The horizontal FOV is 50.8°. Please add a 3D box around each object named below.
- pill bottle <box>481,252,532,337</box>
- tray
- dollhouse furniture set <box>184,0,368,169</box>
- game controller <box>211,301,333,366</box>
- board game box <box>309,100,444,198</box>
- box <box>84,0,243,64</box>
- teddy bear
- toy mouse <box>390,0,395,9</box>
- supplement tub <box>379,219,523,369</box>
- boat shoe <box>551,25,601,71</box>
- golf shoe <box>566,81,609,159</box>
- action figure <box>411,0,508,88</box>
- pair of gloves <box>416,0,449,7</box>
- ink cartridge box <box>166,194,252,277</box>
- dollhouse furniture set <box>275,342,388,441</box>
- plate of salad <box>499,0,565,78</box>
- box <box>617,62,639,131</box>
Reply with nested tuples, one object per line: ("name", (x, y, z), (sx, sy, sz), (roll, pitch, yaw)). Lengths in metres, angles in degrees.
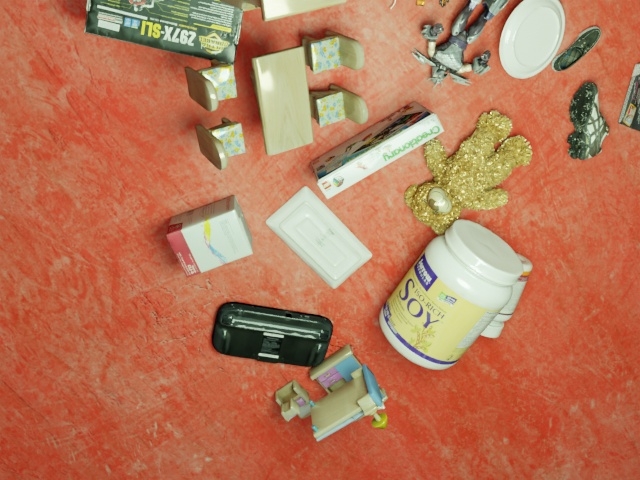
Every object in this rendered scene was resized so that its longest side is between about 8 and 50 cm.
("pill bottle", (0.472, 0.141, 1.810), (0.121, 0.121, 0.221), (13, 109, -12))
("tray", (0.000, 0.000, 1.750), (0.145, 0.030, 0.270), (-42, 110, 8))
("dollhouse furniture set", (-0.071, -0.360, 1.390), (0.362, 0.256, 0.393), (-21, 124, -22))
("game controller", (-0.130, 0.258, 1.825), (0.320, 0.067, 0.166), (11, 123, -10))
("board game box", (0.124, -0.219, 1.593), (0.305, 0.193, 0.053), (-30, 111, 5))
("box", (-0.317, -0.535, 1.425), (0.322, 0.079, 0.257), (9, 113, -11))
("teddy bear", (0.370, -0.166, 1.688), (0.338, 0.113, 0.245), (-26, 109, 3))
("toy mouse", (0.171, -0.615, 1.528), (0.143, 0.031, 0.161), (26, 110, -11))
("supplement tub", (0.326, 0.137, 1.697), (0.241, 0.241, 0.331), (24, 119, -15))
("boat shoe", (0.628, -0.462, 1.641), (0.142, 0.040, 0.049), (-42, 109, 10))
("golf shoe", (0.681, -0.302, 1.700), (0.094, 0.077, 0.198), (-9, 117, -19))
("action figure", (0.332, -0.482, 1.571), (0.185, 0.099, 0.285), (23, 110, -21))
("pair of gloves", (0.263, -0.582, 1.569), (0.083, 0.010, 0.074), (2, 112, -4))
("ink cartridge box", (-0.267, -0.013, 1.659), (0.176, 0.128, 0.127), (-20, 112, 2))
("dollhouse furniture set", (0.054, 0.475, 1.790), (0.286, 0.303, 0.198), (-35, 110, 7))
("plate of salad", (0.499, -0.486, 1.604), (0.200, 0.048, 0.199), (-15, 124, -23))
("box", (0.904, -0.338, 1.667), (0.248, 0.142, 0.163), (6, 110, -9))
